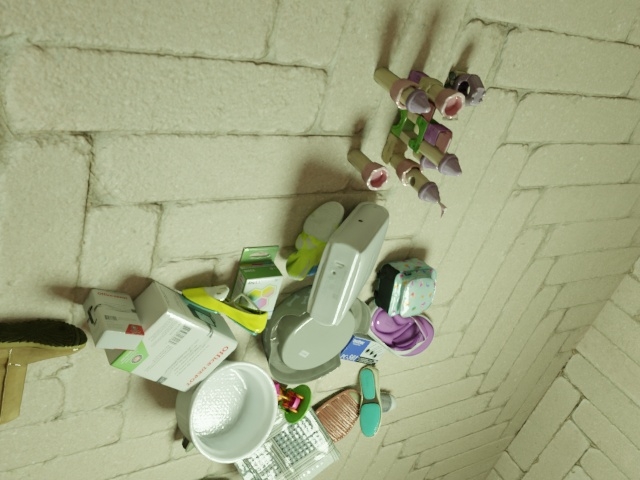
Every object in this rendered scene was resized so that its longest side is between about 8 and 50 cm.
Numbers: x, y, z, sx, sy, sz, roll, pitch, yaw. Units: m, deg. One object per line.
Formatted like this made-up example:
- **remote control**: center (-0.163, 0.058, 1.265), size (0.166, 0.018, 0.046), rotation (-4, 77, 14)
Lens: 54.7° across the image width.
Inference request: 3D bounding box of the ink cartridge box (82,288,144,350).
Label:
- **ink cartridge box**: center (-0.473, 0.181, 1.411), size (0.099, 0.135, 0.056), rotation (17, 118, -44)

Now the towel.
- **towel**: center (-0.132, 0.707, 2.087), size (0.324, 0.056, 0.312), rotation (-31, 107, -8)

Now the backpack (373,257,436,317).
- **backpack**: center (0.279, 0.145, 1.933), size (0.188, 0.144, 0.166), rotation (-15, 120, -38)

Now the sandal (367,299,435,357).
- **sandal**: center (0.284, 0.318, 2.094), size (0.416, 0.102, 0.169), rotation (25, 90, -46)

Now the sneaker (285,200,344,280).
- **sneaker**: center (0.000, 0.000, 1.657), size (0.240, 0.091, 0.126), rotation (-54, 156, 16)

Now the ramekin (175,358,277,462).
- **ramekin**: center (-0.271, 0.466, 1.739), size (0.277, 0.135, 0.277), rotation (-2, 93, -38)

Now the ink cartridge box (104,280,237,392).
- **ink cartridge box**: center (-0.375, 0.250, 1.560), size (0.198, 0.115, 0.273), rotation (-44, 139, 5)

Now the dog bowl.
- **dog bowl**: center (-0.020, 0.274, 1.859), size (0.348, 0.102, 0.349), rotation (-20, 135, -21)

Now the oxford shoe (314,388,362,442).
- **oxford shoe**: center (-0.009, 0.689, 2.250), size (0.397, 0.140, 0.146), rotation (-41, -179, -12)

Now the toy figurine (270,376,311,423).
- **toy figurine**: center (-0.140, 0.483, 1.956), size (0.159, 0.173, 0.130), rotation (33, 76, -28)

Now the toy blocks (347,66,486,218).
- **toy blocks**: center (0.278, -0.242, 1.494), size (0.309, 0.260, 0.289), rotation (-6, 129, -33)

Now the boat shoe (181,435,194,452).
- **boat shoe**: center (-0.371, 0.545, 1.870), size (0.228, 0.068, 0.081), rotation (-60, 164, 24)

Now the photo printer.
- **photo printer**: center (0.083, 0.048, 1.632), size (0.307, 0.107, 0.256), rotation (-48, 159, -58)

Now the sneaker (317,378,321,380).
- **sneaker**: center (-0.052, 0.436, 2.022), size (0.070, 0.051, 0.134), rotation (-37, 141, 7)

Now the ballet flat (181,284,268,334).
- **ballet flat**: center (-0.235, 0.158, 1.570), size (0.231, 0.077, 0.077), rotation (30, 98, -15)

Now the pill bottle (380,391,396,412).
- **pill bottle**: center (0.226, 0.619, 2.370), size (0.137, 0.078, 0.078), rotation (17, 114, -44)

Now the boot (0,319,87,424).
- **boot**: center (-0.681, 0.305, 1.412), size (0.236, 0.089, 0.269), rotation (9, 121, -29)

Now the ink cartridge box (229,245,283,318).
- **ink cartridge box**: center (-0.167, 0.118, 1.637), size (0.109, 0.062, 0.209), rotation (-3, 127, -33)

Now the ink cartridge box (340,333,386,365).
- **ink cartridge box**: center (0.139, 0.364, 2.101), size (0.207, 0.046, 0.097), rotation (23, 109, -46)

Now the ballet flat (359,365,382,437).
- **ballet flat**: center (0.185, 0.577, 2.225), size (0.086, 0.086, 0.248), rotation (7, 81, -41)
